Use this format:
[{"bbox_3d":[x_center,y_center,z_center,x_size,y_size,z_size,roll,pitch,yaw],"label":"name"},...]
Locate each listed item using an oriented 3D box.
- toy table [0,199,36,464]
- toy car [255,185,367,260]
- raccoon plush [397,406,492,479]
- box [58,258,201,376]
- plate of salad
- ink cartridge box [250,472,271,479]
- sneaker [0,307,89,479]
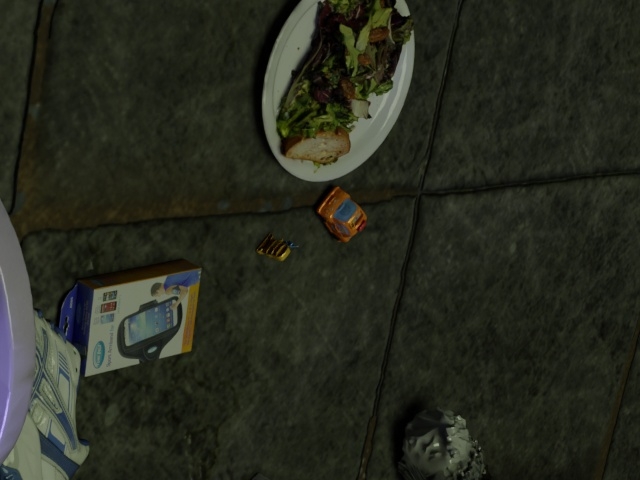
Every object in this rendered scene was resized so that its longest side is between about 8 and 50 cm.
[{"bbox_3d":[-0.310,0.079,1.079,0.161,0.252,0.274,-36,126,-54],"label":"toy table"},{"bbox_3d":[0.000,0.000,1.516,0.122,0.040,0.060,-39,134,-29],"label":"toy car"},{"bbox_3d":[0.275,0.319,1.873,0.299,0.216,0.446,-42,135,-37],"label":"raccoon plush"},{"bbox_3d":[-0.164,0.067,1.378,0.136,0.028,0.081,-13,118,-46],"label":"box"},{"bbox_3d":[0.026,-0.146,1.466,0.200,0.048,0.200,-23,124,-39],"label":"plate of salad"},{"bbox_3d":[-0.069,0.271,1.569,0.083,0.048,0.028,-42,135,-27],"label":"ink cartridge box"},{"bbox_3d":[-0.253,0.086,1.249,0.131,0.112,0.296,-46,142,-48],"label":"sneaker"}]
